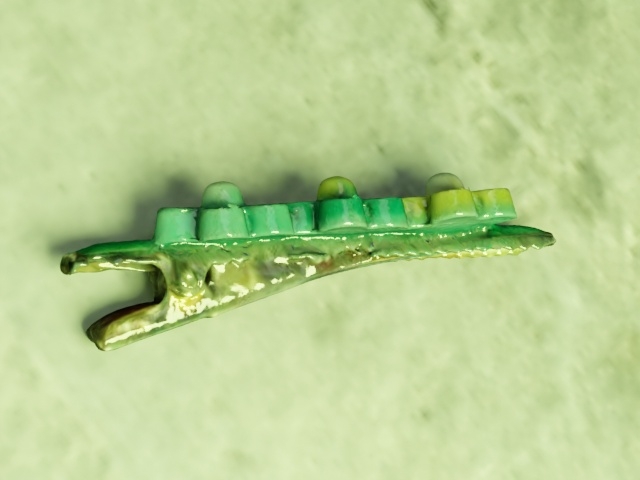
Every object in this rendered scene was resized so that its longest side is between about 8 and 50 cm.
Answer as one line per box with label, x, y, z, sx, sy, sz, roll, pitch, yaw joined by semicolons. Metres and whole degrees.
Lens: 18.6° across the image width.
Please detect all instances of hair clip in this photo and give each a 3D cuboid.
hair clip;0.000;-0.001;0.648;0.173;0.049;0.049;-9;72;-22
